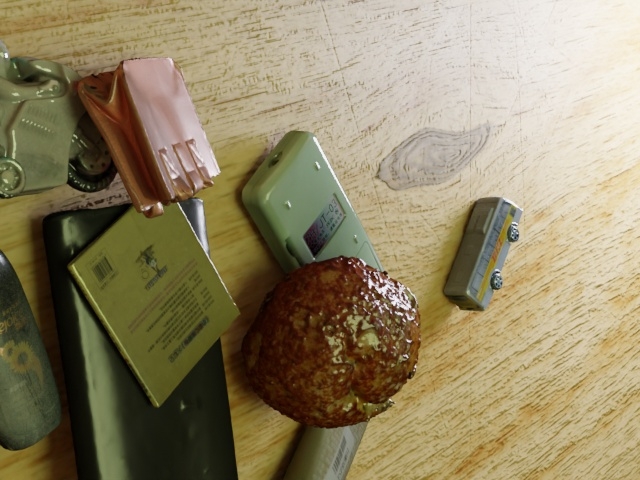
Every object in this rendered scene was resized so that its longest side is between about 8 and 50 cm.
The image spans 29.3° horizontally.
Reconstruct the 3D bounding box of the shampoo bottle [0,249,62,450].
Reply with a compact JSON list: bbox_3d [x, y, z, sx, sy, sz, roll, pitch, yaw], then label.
[{"bbox_3d":[-0.324,0.096,1.231,0.087,0.049,0.233,-37,122,-45],"label":"shampoo bottle"}]

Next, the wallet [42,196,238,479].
[{"bbox_3d":[-0.191,0.159,1.359,0.228,0.062,0.405,-11,95,-50],"label":"wallet"}]

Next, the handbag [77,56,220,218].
[{"bbox_3d":[-0.173,-0.111,1.279,0.212,0.059,0.157,-53,120,-77],"label":"handbag"}]

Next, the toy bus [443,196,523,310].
[{"bbox_3d":[0.258,0.019,1.945,0.075,0.064,0.190,35,67,-35],"label":"toy bus"}]

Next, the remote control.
[{"bbox_3d":[0.000,0.000,1.620,0.140,0.056,0.296,-54,134,-28],"label":"remote control"}]

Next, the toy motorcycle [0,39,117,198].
[{"bbox_3d":[-0.313,-0.116,1.186,0.260,0.110,0.170,-8,85,-44],"label":"toy motorcycle"}]

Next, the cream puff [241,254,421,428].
[{"bbox_3d":[0.025,0.136,1.548,0.240,0.164,0.240,-21,126,-32],"label":"cream puff"}]

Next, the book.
[{"bbox_3d":[-0.175,0.055,1.329,0.168,0.013,0.192,-49,122,-42],"label":"book"}]

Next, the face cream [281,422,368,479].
[{"bbox_3d":[-0.008,0.326,1.647,0.137,0.084,0.341,62,41,-38],"label":"face cream"}]
